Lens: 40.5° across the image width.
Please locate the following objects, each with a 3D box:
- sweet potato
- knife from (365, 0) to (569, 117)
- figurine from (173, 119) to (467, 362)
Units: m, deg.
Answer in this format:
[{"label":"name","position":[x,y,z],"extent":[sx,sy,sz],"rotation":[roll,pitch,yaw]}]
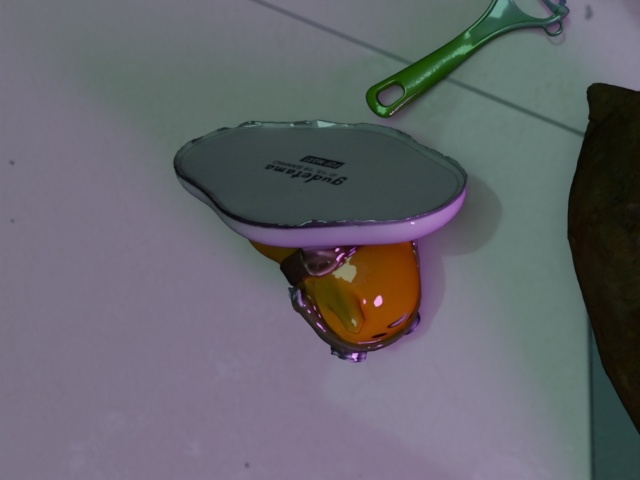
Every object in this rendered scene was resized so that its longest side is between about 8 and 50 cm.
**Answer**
[{"label":"sweet potato","position":[0.248,0.097,0.568],"extent":[0.130,0.130,0.422],"rotation":[-12,91,19]},{"label":"knife","position":[0.109,-0.149,0.676],"extent":[0.166,0.022,0.078],"rotation":[-36,70,13]},{"label":"figurine","position":[0.000,0.000,0.681],"extent":[0.250,0.166,0.141],"rotation":[25,134,43]}]
